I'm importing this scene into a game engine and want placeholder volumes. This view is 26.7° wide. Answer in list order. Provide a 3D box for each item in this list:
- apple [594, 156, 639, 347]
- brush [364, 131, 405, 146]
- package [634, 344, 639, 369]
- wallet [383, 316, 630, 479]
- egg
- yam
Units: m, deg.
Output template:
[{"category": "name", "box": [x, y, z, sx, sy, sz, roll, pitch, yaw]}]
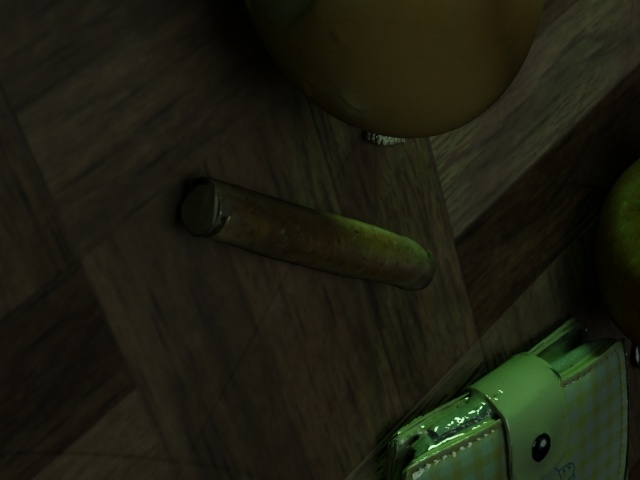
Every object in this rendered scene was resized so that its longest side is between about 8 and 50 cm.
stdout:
[{"category": "apple", "box": [0.385, 0.012, 1.295, 0.207, 0.237, 0.237, 35, 76, -47]}, {"category": "brush", "box": [0.059, -0.157, 1.041, 0.043, 0.014, 0.170, -7, 107, -48]}, {"category": "package", "box": [0.407, 0.025, 1.471, 0.166, 0.040, 0.232, -7, 115, -43]}, {"category": "wallet", "box": [0.176, 0.220, 1.255, 0.309, 0.077, 0.223, -25, 123, -40]}, {"category": "egg", "box": [0.051, -0.171, 0.886, 0.201, 0.201, 0.244, -53, 143, -22]}, {"category": "yam", "box": [0.000, 0.000, 1.003, 0.264, 0.046, 0.046, 16, 90, -50]}]
